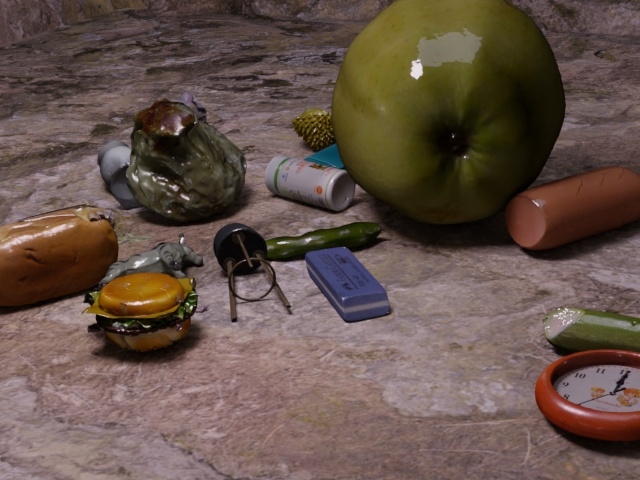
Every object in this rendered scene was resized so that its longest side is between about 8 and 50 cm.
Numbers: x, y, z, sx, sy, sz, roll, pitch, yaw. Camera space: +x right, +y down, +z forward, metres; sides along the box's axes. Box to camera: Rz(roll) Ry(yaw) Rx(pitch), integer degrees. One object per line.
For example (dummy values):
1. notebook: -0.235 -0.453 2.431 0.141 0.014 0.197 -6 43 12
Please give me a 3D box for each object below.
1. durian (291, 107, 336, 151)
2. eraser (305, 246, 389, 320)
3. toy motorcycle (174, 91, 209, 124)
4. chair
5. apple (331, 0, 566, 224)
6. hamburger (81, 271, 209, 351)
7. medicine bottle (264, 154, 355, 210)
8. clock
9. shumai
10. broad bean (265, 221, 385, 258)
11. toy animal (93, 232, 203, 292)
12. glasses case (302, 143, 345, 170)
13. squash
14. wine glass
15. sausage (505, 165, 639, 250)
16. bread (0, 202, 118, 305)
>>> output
1. durian: 0.006 -0.259 2.519 0.147 0.102 0.208 4 1 11
2. eraser: 0.043 0.071 1.798 0.082 0.036 0.225 -8 23 -16
3. toy motorcycle: -0.317 -0.269 2.491 0.073 0.152 0.225 4 23 20
4. chair: -0.119 0.051 1.809 0.095 0.104 0.221 16 20 -24
5. apple: 0.243 -0.246 2.018 0.474 0.473 0.473 -3 23 1
6. hamburger: -0.281 0.114 1.667 0.190 0.093 0.164 9 24 22
7. medicine bottle: -0.022 -0.120 2.190 0.183 0.086 0.086 17 30 38
8. clock: 0.391 0.207 1.415 0.205 0.051 0.205 -4 22 2
9. shumai: -0.248 -0.175 2.132 0.261 0.222 0.225 -9 54 -38
10. broad bean: 0.001 0.001 1.955 0.255 0.046 0.065 -10 11 -13
11. toy animal: -0.300 0.049 1.856 0.217 0.073 0.176 -18 21 -21
12. glasses case: 0.090 -0.196 2.383 0.117 0.070 0.301 14 27 33
13. squash: 0.440 0.142 1.542 0.239 0.069 0.069 8 26 24
14. wine glass: -0.425 -0.149 2.297 0.103 0.103 0.222 -10 24 -17
15. sausage: 0.484 -0.064 1.955 0.304 0.121 0.121 -15 26 -30
16. bread: -0.474 0.029 1.837 0.241 0.136 0.107 -16 29 -27
